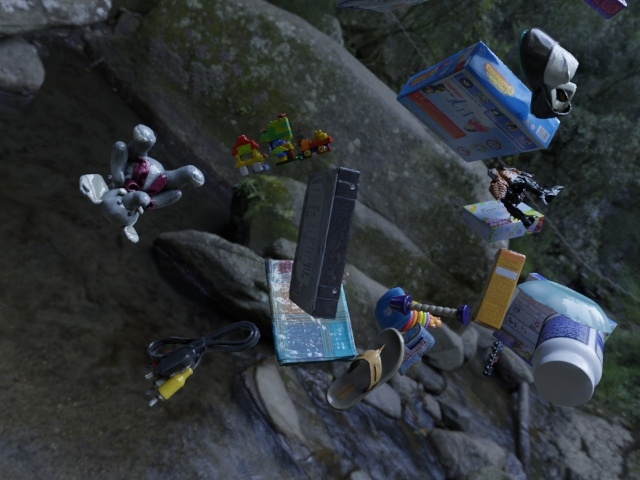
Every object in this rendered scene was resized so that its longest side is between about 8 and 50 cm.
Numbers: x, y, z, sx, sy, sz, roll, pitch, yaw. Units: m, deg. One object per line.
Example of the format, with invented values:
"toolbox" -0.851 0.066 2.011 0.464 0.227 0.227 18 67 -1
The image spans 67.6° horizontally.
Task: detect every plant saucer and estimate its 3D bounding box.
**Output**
"plant saucer" 0.509 0.123 0.986 0.195 0.037 0.195 22 14 -6

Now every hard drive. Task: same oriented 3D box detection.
"hard drive" 0.000 0.000 1.154 0.064 0.338 0.237 9 2 -18

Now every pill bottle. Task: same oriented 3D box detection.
"pill bottle" 0.623 0.289 1.203 0.153 0.153 0.265 45 35 10

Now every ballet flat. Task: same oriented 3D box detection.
"ballet flat" 0.490 -0.348 1.011 0.096 0.095 0.280 23 -3 34

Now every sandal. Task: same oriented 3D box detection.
"sandal" 0.076 0.225 0.829 0.072 0.180 0.049 46 -2 35

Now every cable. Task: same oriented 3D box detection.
"cable" -0.278 0.254 1.092 0.139 0.287 0.072 57 -12 42

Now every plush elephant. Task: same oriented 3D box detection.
"plush elephant" -0.590 -0.154 1.509 0.272 0.330 0.255 49 32 -39

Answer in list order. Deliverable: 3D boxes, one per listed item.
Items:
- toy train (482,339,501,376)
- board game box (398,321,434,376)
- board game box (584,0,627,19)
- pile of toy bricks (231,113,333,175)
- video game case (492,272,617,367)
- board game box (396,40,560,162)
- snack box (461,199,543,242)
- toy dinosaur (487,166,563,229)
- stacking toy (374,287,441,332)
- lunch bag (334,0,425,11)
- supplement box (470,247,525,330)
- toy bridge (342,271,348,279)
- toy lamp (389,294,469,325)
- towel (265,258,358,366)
"toy train" 0.704 0.482 1.950 0.036 0.158 0.027 22 -8 7
"board game box" 0.327 0.403 1.797 0.194 0.194 0.060 43 7 -46
"board game box" 0.485 -0.614 0.977 0.347 0.056 0.208 17 57 -27
"pile of toy bricks" -0.082 -0.219 1.035 0.118 0.212 0.105 -48 122 -76
"video game case" 0.701 0.274 1.460 0.061 0.244 0.269 7 26 -41
"board game box" 0.407 -0.348 1.276 0.308 0.086 0.302 35 -10 -19
"snack box" 0.632 -0.076 1.673 0.207 0.070 0.174 -11 31 -13
"toy dinosaur" 0.613 -0.152 1.531 0.218 0.164 0.322 41 54 19
"stacking toy" 0.388 0.316 1.967 0.302 0.175 0.165 17 36 -32
"lunch bag" 0.146 -0.502 0.884 0.303 0.243 0.114 -41 122 -59
"supplement box" 0.522 0.145 1.409 0.080 0.233 0.078 20 -9 12
"toy bridge" 0.045 0.103 2.093 0.188 0.063 0.026 50 3 -6
"toy lamp" 0.376 0.238 1.676 0.275 0.080 0.080 4 -4 32
"towel" -0.036 0.228 1.594 0.272 0.040 0.370 0 61 -19
